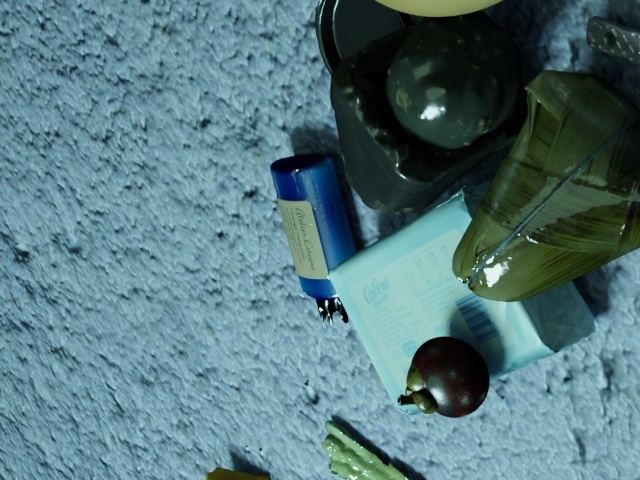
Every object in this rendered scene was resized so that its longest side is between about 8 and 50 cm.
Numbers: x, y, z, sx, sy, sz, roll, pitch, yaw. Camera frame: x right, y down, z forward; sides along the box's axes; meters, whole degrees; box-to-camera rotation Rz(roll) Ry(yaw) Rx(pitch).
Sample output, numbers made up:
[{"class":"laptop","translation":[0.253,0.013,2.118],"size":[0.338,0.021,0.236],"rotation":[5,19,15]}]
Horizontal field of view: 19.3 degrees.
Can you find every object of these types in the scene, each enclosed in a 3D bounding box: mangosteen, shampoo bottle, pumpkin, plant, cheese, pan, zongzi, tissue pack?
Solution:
[{"class":"mangosteen","translation":[0.120,0.131,1.772],"size":[0.081,0.081,0.081],"rotation":[29,132,39]},{"class":"shampoo bottle","translation":[0.000,0.000,2.009],"size":[0.087,0.050,0.183],"rotation":[2,113,48]},{"class":"pumpkin","translation":[-0.097,0.320,2.327],"size":[0.083,0.054,0.074],"rotation":[6,121,26]},{"class":"plant","translation":[0.096,-0.121,1.726],"size":[0.142,0.164,0.256],"rotation":[57,152,11]},{"class":"cheese","translation":[0.296,-0.149,1.558],"size":[0.192,0.037,0.097],"rotation":[26,129,42]},{"class":"pan","translation":[0.027,-0.241,1.845],"size":[0.136,0.028,0.235],"rotation":[-11,105,53]},{"class":"zongzi","translation":[0.248,-0.002,1.620],"size":[0.242,0.112,0.221],"rotation":[39,117,25]},{"class":"tissue pack","translation":[0.134,0.056,1.847],"size":[0.177,0.089,0.263],"rotation":[62,147,3]}]

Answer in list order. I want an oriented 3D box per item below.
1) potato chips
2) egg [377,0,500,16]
[{"class":"potato chips","translation":[0.071,0.283,2.113],"size":[0.207,0.028,0.092],"rotation":[33,133,33]},{"class":"egg","translation":[0.100,-0.284,1.581],"size":[0.201,0.201,0.244],"rotation":[62,153,2]}]
